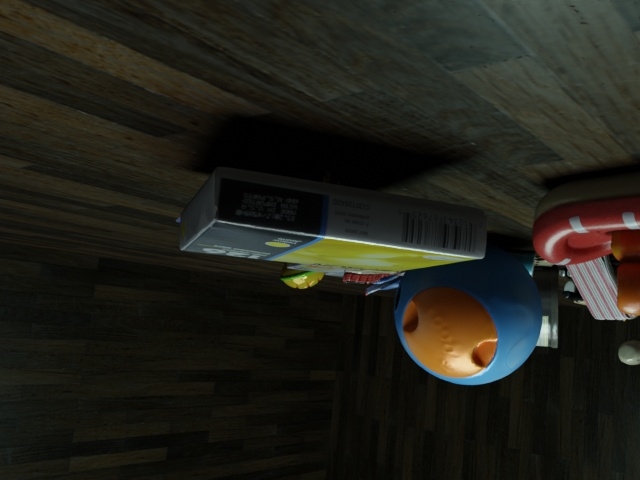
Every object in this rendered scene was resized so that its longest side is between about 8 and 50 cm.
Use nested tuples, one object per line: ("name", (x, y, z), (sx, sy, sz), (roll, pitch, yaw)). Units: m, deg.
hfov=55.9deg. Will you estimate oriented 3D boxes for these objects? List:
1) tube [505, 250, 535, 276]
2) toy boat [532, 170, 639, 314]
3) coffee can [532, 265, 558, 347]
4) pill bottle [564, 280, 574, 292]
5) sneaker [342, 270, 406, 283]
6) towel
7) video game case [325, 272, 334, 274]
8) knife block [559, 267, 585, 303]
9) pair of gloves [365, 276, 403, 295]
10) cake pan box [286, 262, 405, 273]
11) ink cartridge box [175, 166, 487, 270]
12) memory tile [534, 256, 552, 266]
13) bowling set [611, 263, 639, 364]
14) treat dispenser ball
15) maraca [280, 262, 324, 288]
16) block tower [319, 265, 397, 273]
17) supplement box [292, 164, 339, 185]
("tube", (0.365, 0.041, 1.338), (0.207, 0.052, 0.080), (8, 163, 23))
("toy boat", (0.354, 0.009, 0.682), (0.151, 0.151, 0.231), (11, 171, -33))
("coffee can", (0.450, 0.161, 1.518), (0.276, 0.201, 0.201), (0, 171, 20))
("pill bottle", (0.770, 0.147, 1.745), (0.116, 0.065, 0.065), (7, 172, -13))
("sneaker", (0.127, 0.031, 1.293), (0.088, 0.092, 0.225), (1, -172, 33))
("towel", (0.579, 0.095, 1.252), (0.029, 0.144, 0.197), (-24, 171, 2))
("video game case", (0.200, 0.104, 1.943), (0.300, 0.036, 0.329), (8, 172, -15))
("knife block", (0.677, 0.116, 1.504), (0.242, 0.088, 0.275), (6, 173, -1))
("pair of gloves", (0.194, 0.097, 1.602), (0.159, 0.023, 0.198), (-21, -174, 16))
("cake pan box", (0.078, 0.047, 1.495), (0.267, 0.070, 0.246), (7, 175, -22))
("ink cartridge box", (-0.012, -0.005, 0.751), (0.304, 0.072, 0.307), (6, 168, -20))
("memory tile", (0.469, 0.047, 1.413), (0.148, 0.012, 0.113), (4, 172, 18))
("bowling set", (0.715, 0.115, 1.306), (0.154, 0.287, 0.199), (10, -144, -43))
("treat dispenser ball", (0.293, 0.142, 1.211), (0.288, 0.288, 0.288), (5, 172, 1))
("maraca", (-0.031, 0.079, 1.725), (0.186, 0.099, 0.127), (-21, -169, -34))
("block tower", (0.000, 0.000, 1.107), (0.336, 0.090, 0.097), (9, 171, -27))
("supplement box", (-0.005, -0.062, 0.782), (0.043, 0.054, 0.083), (2, 172, 17))
